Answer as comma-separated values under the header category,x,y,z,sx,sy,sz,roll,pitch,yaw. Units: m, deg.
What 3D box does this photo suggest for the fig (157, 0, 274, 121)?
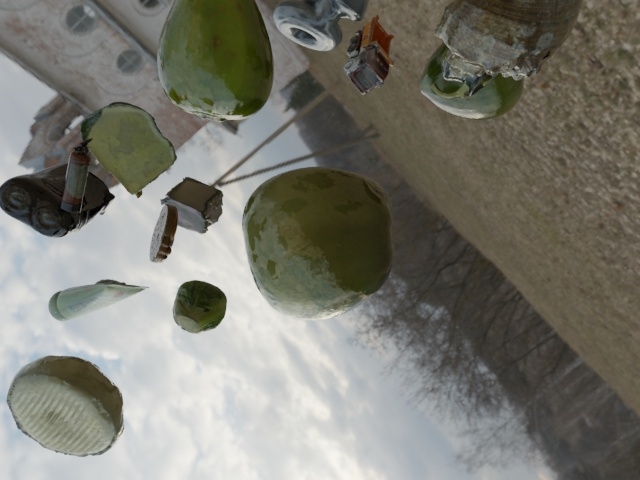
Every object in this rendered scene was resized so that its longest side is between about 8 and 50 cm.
category,x,y,z,sx,sy,sz,roll,pitch,yaw
fig,-0.231,-0.428,1.243,0.258,0.257,0.327,-115,24,-67

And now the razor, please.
category,x,y,z,sx,sy,sz,roll,pitch,yaw
razor,-0.706,-0.113,1.525,0.204,0.113,0.349,35,-168,-9

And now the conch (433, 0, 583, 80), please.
category,x,y,z,sx,sy,sz,roll,pitch,yaw
conch,0.404,-0.442,1.098,0.210,0.352,0.297,55,-143,-14

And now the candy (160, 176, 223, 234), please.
category,x,y,z,sx,sy,sz,roll,pitch,yaw
candy,-0.486,-0.131,2.149,0.195,0.137,0.185,22,-140,7

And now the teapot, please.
category,x,y,z,sx,sy,sz,roll,pitch,yaw
teapot,0.338,-0.399,1.314,0.119,0.165,0.130,50,-152,9

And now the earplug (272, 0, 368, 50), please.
category,x,y,z,sx,sy,sz,roll,pitch,yaw
earplug,0.006,-0.658,1.594,0.214,0.325,0.175,22,-121,-33

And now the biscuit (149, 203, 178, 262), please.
category,x,y,z,sx,sy,sz,roll,pitch,yaw
biscuit,-0.430,-0.011,1.568,0.050,0.170,0.170,15,-156,-26

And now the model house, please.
category,x,y,z,sx,sy,sz,roll,pitch,yaw
model house,-0.681,-0.367,2.090,0.321,0.261,0.266,52,-174,-17

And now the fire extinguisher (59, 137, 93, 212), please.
category,x,y,z,sx,sy,sz,roll,pitch,yaw
fire extinguisher,-0.572,-0.156,1.328,0.050,0.177,0.062,24,-164,17

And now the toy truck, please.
category,x,y,z,sx,sy,sz,roll,pitch,yaw
toy truck,0.161,-0.588,1.784,0.114,0.135,0.271,41,-139,-31

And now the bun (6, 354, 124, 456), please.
category,x,y,z,sx,sy,sz,roll,pitch,yaw
bun,-0.569,0.370,1.299,0.287,0.287,0.146,48,-149,-20

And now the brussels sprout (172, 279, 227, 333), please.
category,x,y,z,sx,sy,sz,roll,pitch,yaw
brussels sprout,-0.457,0.252,2.134,0.223,0.223,0.161,53,148,26

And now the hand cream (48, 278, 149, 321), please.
category,x,y,z,sx,sy,sz,roll,pitch,yaw
hand cream,-0.650,0.164,1.606,0.147,0.305,0.093,17,-118,-60

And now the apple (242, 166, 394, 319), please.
category,x,y,z,sx,sy,sz,roll,pitch,yaw
apple,0.000,0.000,1.637,0.474,0.473,0.473,49,-174,-8

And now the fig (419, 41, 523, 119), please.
category,x,y,z,sx,sy,sz,roll,pitch,yaw
fig,0.466,-0.517,1.745,0.316,0.316,0.316,49,-174,-8
